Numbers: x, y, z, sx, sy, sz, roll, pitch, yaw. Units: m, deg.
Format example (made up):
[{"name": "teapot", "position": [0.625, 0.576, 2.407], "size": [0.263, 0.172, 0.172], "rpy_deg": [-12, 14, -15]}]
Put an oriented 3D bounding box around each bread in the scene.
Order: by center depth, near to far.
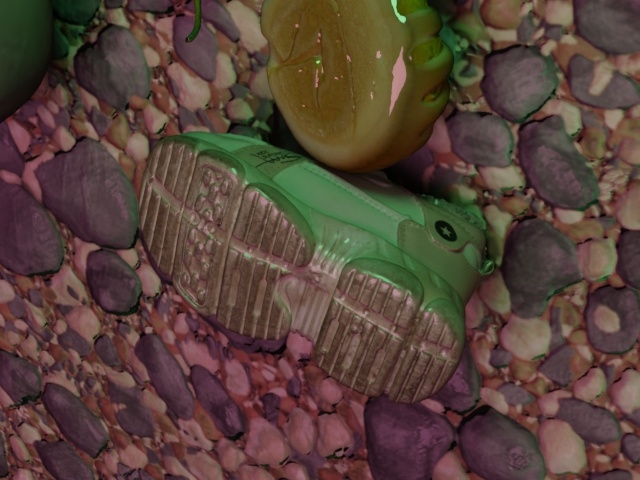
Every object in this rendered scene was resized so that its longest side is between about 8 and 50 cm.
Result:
[{"name": "bread", "position": [0.038, -0.170, 1.128], "size": [0.213, 0.105, 0.213], "rpy_deg": [15, 111, 45]}]

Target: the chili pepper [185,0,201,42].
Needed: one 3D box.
[{"name": "chili pepper", "position": [-0.137, -0.295, 1.196], "size": [0.072, 0.073, 0.204], "rpy_deg": [5, 110, 49]}]

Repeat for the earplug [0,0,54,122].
[{"name": "earplug", "position": [-0.451, -0.271, 1.246], "size": [0.313, 0.312, 0.394], "rpy_deg": [-24, 104, 39]}]

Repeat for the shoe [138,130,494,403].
[{"name": "shoe", "position": [-0.002, 0.002, 1.207], "size": [0.351, 0.198, 0.172], "rpy_deg": [34, 128, 6]}]
